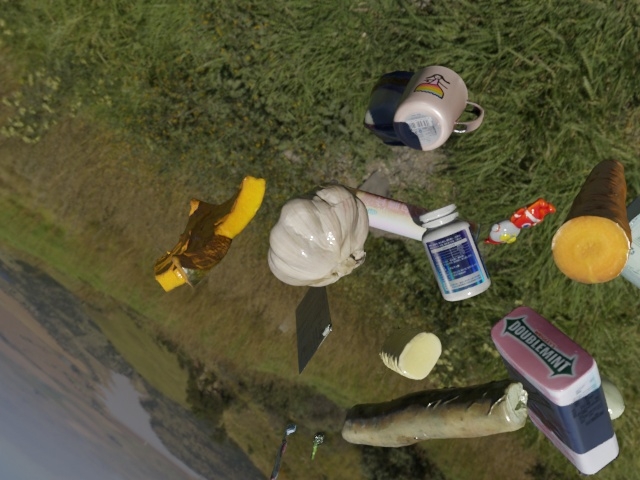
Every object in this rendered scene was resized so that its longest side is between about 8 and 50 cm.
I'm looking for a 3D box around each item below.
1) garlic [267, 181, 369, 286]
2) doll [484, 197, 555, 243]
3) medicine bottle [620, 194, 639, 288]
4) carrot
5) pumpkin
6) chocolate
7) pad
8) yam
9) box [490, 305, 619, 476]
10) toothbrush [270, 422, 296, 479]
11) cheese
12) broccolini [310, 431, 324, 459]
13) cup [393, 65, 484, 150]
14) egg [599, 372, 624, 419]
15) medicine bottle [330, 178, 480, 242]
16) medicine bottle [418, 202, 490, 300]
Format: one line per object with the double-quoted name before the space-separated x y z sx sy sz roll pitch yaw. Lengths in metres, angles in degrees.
"garlic" 0.002 0.001 1.004 0.152 0.227 0.228 52 158 33
"doll" 0.642 -0.055 1.686 0.142 0.076 0.245 20 133 -39
"medicine bottle" 0.855 0.032 1.228 0.290 0.245 0.245 42 149 15
"carrot" 0.264 -0.039 0.478 0.057 0.224 0.057 17 124 26
"pumpkin" -0.245 -0.003 1.046 0.258 0.290 0.095 -19 122 43
"chocolate" 0.294 -0.456 1.886 0.283 0.186 0.284 18 159 7
"pad" -0.025 0.196 1.296 0.009 0.265 0.160 24 113 -16
"yam" 0.144 0.247 0.718 0.317 0.071 0.067 -29 91 46
"box" 0.471 0.309 1.023 0.370 0.112 0.190 57 178 -35
"toothbrush" -0.065 0.364 0.891 0.019 0.193 0.013 -17 93 8
"cheese" 0.223 0.278 1.277 0.094 0.123 0.167 46 168 -4
"broccolini" -0.012 0.663 1.640 0.035 0.030 0.140 49 139 40
"cup" 0.352 -0.378 1.527 0.252 0.200 0.192 18 139 14
"egg" 0.698 0.395 1.313 0.152 0.114 0.114 33 156 54
"medicine bottle" 0.222 -0.064 1.426 0.425 0.108 0.108 16 144 8
"medicine bottle" 0.280 0.023 1.089 0.107 0.107 0.192 -21 90 54
